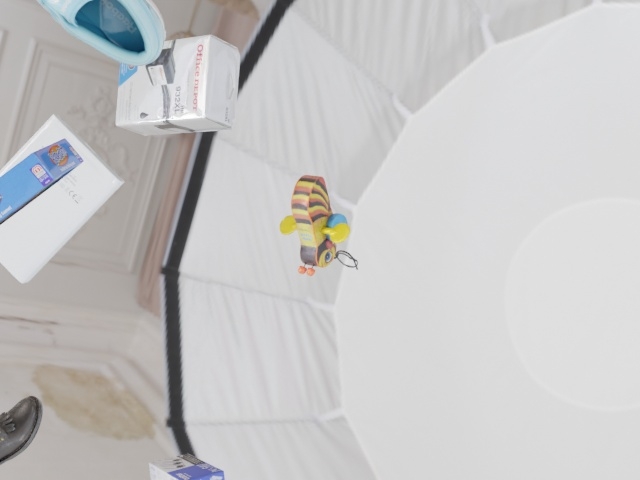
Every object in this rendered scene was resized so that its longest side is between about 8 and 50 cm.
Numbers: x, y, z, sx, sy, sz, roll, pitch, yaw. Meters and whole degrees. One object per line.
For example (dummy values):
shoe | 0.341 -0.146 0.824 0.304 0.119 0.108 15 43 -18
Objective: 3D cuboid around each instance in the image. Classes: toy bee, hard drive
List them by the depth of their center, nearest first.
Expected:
hard drive | -0.596 -0.087 1.680 0.203 0.307 0.040 45 -174 1
toy bee | 0.000 0.000 1.896 0.195 0.162 0.298 -14 121 49

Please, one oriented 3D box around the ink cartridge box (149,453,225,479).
ink cartridge box | -0.296 0.519 1.741 0.097 0.046 0.207 -6 -179 -32

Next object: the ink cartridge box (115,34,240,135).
ink cartridge box | -0.381 -0.406 2.095 0.308 0.223 0.129 1 174 29

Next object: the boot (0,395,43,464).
boot | -0.711 0.380 1.599 0.091 0.263 0.229 17 147 35

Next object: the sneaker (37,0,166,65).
sneaker | -0.375 -0.392 1.157 0.366 0.135 0.150 32 -164 -27

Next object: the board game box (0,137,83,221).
board game box | -0.438 -0.053 1.084 0.047 0.210 0.160 53 -175 -13
